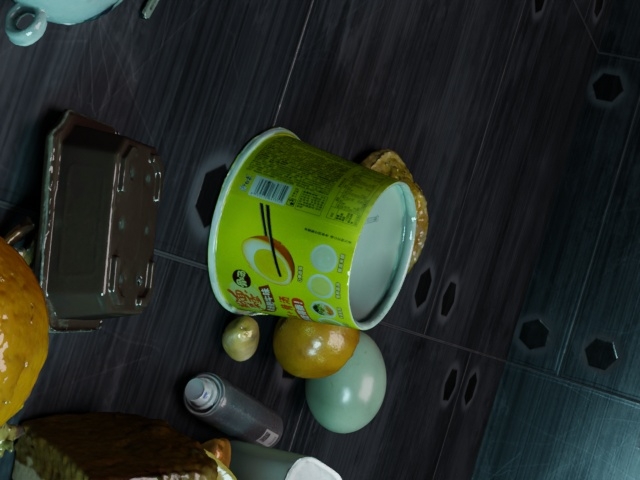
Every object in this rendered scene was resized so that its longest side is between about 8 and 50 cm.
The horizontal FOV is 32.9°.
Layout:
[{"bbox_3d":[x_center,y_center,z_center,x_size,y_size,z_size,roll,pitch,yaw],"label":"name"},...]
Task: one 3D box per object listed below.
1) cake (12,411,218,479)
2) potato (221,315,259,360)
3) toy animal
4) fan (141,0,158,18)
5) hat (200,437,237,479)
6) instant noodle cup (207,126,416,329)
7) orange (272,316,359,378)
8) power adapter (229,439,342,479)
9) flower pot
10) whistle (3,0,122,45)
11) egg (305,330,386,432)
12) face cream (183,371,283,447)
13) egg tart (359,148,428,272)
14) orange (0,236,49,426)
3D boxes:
[{"bbox_3d":[-0.267,0.371,1.316,0.198,0.196,0.293,6,101,-47],"label":"cake"},{"bbox_3d":[-0.122,0.150,1.685,0.083,0.062,0.068,132,-38,-60],"label":"potato"},{"bbox_3d":[-0.346,0.110,1.207,0.149,0.054,0.275,19,85,-70],"label":"toy animal"},{"bbox_3d":[-0.137,-0.413,1.386,0.223,0.012,0.294,-4,107,-65],"label":"fan"},{"bbox_3d":[-0.207,0.359,1.566,0.233,0.244,0.233,-105,-170,-79],"label":"hat"},{"bbox_3d":[0.000,0.000,1.662,0.311,0.221,0.311,-41,140,-48],"label":"instant noodle cup"},{"bbox_3d":[-0.004,0.159,1.823,0.159,0.136,0.159,-59,-171,16],"label":"orange"},{"bbox_3d":[-0.109,0.410,1.664,0.124,0.255,0.187,41,65,-33],"label":"power adapter"},{"bbox_3d":[-0.242,-0.017,1.238,0.179,0.084,0.251,17,76,-75],"label":"flower pot"},{"bbox_3d":[-0.238,-0.319,1.060,0.290,0.163,0.163,-68,154,-12],"label":"whistle"},{"bbox_3d":[0.047,0.258,1.994,0.149,0.149,0.192,7,88,-65],"label":"egg"},{"bbox_3d":[-0.139,0.267,1.704,0.073,0.073,0.283,-68,155,-14],"label":"face cream"},{"bbox_3d":[0.118,-0.024,2.009,0.294,0.123,0.294,-44,142,-50],"label":"egg tart"},{"bbox_3d":[-0.358,0.084,0.991,0.219,0.193,0.219,-14,117,-30],"label":"orange"}]
